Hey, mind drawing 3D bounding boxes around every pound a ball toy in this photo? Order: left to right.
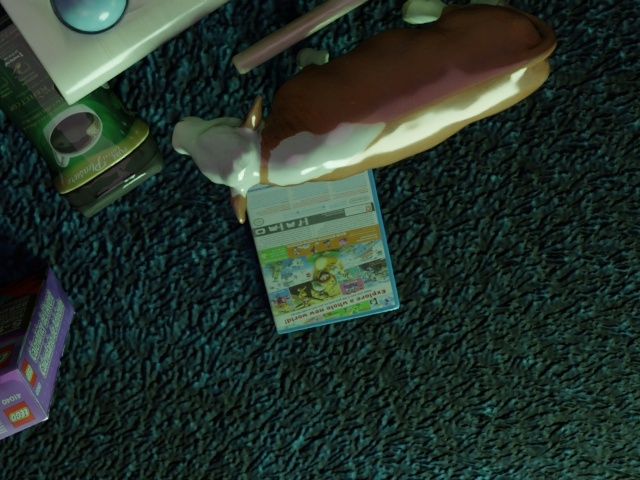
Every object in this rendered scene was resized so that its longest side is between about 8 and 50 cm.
[{"bbox_3d":[-0.075,-0.211,1.016,0.319,0.136,0.208,-34,108,-7],"label":"pound a ball toy"}]

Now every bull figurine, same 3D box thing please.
[{"bbox_3d":[0.036,-0.116,1.070,0.311,0.188,0.101,-17,113,4],"label":"bull figurine"}]

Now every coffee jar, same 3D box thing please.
[{"bbox_3d":[-0.216,-0.114,1.114,0.096,0.079,0.184,-33,111,4],"label":"coffee jar"}]

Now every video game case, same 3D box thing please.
[{"bbox_3d":[0.000,0.000,1.213,0.119,0.015,0.166,-12,113,1],"label":"video game case"}]

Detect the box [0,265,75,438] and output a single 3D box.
[{"bbox_3d":[-0.365,0.139,1.148,0.293,0.201,0.057,-24,113,6],"label":"box"}]
